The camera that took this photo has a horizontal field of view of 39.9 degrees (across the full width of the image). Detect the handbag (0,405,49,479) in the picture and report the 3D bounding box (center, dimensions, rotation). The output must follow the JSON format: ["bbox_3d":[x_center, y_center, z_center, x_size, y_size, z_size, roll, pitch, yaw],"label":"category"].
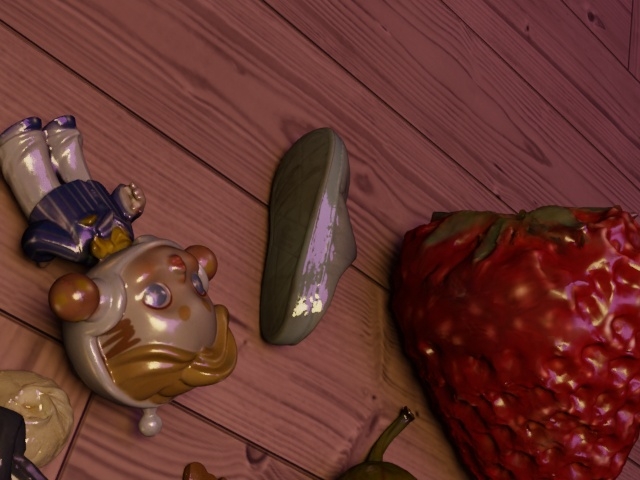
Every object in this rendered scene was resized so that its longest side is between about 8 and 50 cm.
[{"bbox_3d":[-0.298,0.091,0.480,0.303,0.329,0.122,54,50,-12],"label":"handbag"}]

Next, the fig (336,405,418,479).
[{"bbox_3d":[0.065,0.250,0.916,0.124,0.124,0.236,48,25,-18],"label":"fig"}]

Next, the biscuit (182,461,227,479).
[{"bbox_3d":[-0.113,0.250,0.803,0.092,0.016,0.082,-36,99,-46],"label":"biscuit"}]

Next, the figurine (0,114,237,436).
[{"bbox_3d":[-0.188,0.024,0.752,0.274,0.133,0.194,47,25,-11],"label":"figurine"}]

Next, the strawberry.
[{"bbox_3d":[0.233,0.135,0.990,0.295,0.318,0.345,9,82,-73],"label":"strawberry"}]

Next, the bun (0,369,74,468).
[{"bbox_3d":[-0.235,0.143,0.705,0.086,0.055,0.086,18,62,-37],"label":"bun"}]

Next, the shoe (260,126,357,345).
[{"bbox_3d":[0.000,0.000,0.946,0.100,0.103,0.251,26,63,-32],"label":"shoe"}]
